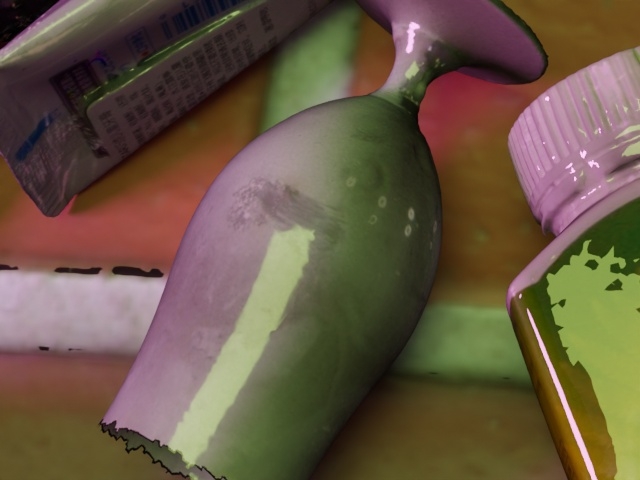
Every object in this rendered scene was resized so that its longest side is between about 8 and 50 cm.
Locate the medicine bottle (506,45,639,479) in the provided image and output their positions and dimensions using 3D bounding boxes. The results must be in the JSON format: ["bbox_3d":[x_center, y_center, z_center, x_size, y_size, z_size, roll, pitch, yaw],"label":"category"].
[{"bbox_3d":[0.136,0.032,0.638,0.132,0.088,0.188,-22,68,5],"label":"medicine bottle"}]

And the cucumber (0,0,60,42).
[{"bbox_3d":[-0.104,-0.119,0.768,0.181,0.053,0.053,-22,67,6],"label":"cucumber"}]

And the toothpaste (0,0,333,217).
[{"bbox_3d":[-0.009,-0.126,0.726,0.299,0.114,0.073,-40,69,-9],"label":"toothpaste"}]

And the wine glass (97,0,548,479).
[{"bbox_3d":[0.000,0.000,0.679,0.093,0.093,0.202,25,76,20],"label":"wine glass"}]
